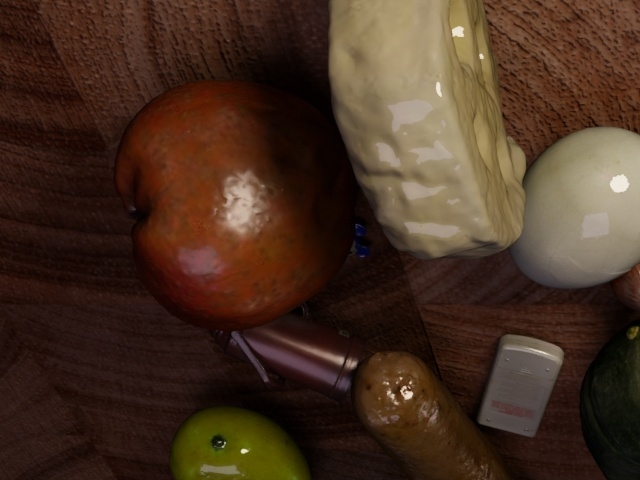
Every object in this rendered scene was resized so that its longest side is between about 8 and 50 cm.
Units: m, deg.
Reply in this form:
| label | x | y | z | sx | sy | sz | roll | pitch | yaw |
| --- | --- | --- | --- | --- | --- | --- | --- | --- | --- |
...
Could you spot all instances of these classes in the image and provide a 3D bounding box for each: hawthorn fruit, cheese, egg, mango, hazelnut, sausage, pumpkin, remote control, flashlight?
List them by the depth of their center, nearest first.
| label | x | y | z | sx | sy | sz | roll | pitch | yaw |
| --- | --- | --- | --- | --- | --- | --- | --- | --- | --- |
| cheese | 0.104 | -0.139 | 1.038 | 0.115 | 0.326 | 0.318 | -8 | 169 | 20 |
| egg | 0.275 | -0.029 | 1.169 | 0.151 | 0.151 | 0.209 | 27 | 141 | -7 |
| hawthorn fruit | -0.067 | -0.042 | 1.226 | 0.298 | 0.277 | 0.277 | -8 | 134 | 2 |
| hazelnut | 0.366 | 0.045 | 1.266 | 0.086 | 0.086 | 0.086 | 11 | 137 | 10 |
| pumpkin | 0.449 | 0.213 | 1.310 | 0.300 | 0.207 | 0.300 | 13 | 143 | 9 |
| flashlight | 0.000 | 0.000 | 1.390 | 0.121 | 0.035 | 0.057 | 4 | 136 | 17 |
| remote control | 0.265 | 0.194 | 1.496 | 0.088 | 0.029 | 0.190 | 13 | 138 | 8 |
| sausage | 0.185 | 0.310 | 1.571 | 0.501 | 0.123 | 0.136 | 52 | 173 | -38 |
| mango | -0.109 | 0.352 | 1.722 | 0.185 | 0.149 | 0.273 | -27 | 126 | 31 |

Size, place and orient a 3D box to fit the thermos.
| label | x | y | z | sx | sy | sz | roll | pitch | yaw |
| --- | --- | --- | --- | --- | --- | --- | --- | --- | --- |
| thermos | -0.060 | 0.128 | 1.512 | 0.232 | 0.099 | 0.124 | 24 | 101 | -1 |
